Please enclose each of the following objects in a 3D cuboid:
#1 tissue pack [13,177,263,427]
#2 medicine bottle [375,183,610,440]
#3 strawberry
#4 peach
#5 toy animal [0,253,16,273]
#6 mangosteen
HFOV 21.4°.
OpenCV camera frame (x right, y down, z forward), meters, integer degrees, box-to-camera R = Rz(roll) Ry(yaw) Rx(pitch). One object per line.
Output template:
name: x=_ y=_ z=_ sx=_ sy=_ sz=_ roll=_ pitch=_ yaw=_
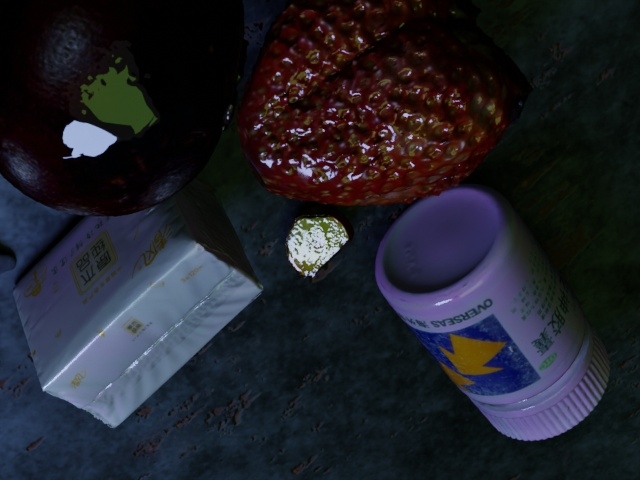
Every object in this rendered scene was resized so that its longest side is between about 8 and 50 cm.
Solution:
tissue pack: x=-0.197 y=0.048 z=1.772 sx=0.225 sy=0.185 sz=0.124 roll=-43 pitch=131 yaw=12
medicine bottle: x=0.203 y=0.087 z=1.962 sx=0.178 sy=0.178 sz=0.291 roll=-35 pitch=128 yaw=4
strawberry: x=0.046 y=-0.141 z=1.698 sx=0.288 sy=0.250 sz=0.238 roll=-39 pitch=170 yaw=-19
peach: x=0.000 y=0.000 z=1.900 sx=0.077 sy=0.050 sz=0.083 roll=1 pitch=116 yaw=6
toy animal: x=-0.494 y=0.067 z=1.703 sx=0.367 sy=0.081 sz=0.206 roll=-30 pitch=148 yaw=-9
mangosteen: x=-0.212 y=-0.170 z=1.552 sx=0.293 sy=0.297 sz=0.297 roll=13 pitch=117 yaw=-31
